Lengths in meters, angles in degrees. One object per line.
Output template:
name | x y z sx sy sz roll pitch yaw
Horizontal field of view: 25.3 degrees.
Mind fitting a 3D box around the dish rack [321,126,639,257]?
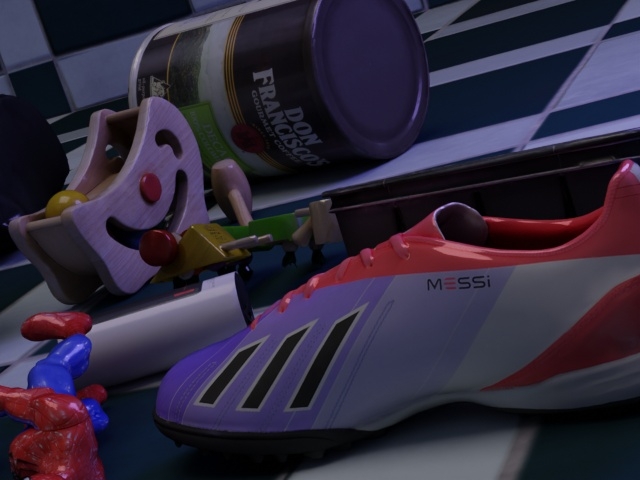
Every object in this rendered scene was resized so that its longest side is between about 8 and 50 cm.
dish rack | 0.152 -0.024 0.891 0.208 0.074 0.271 -9 2 31

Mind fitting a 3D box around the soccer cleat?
soccer cleat | 0.042 0.041 0.765 0.318 0.116 0.108 -12 14 26

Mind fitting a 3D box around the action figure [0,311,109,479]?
action figure | -0.190 0.118 0.831 0.139 0.091 0.280 -14 11 -9

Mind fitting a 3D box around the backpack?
backpack | -0.527 -0.057 1.747 0.355 0.273 0.290 -28 17 14

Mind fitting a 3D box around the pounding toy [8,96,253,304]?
pounding toy | -0.152 -0.053 1.340 0.155 0.154 0.269 -10 16 32

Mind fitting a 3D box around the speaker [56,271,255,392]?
speaker | -0.114 0.066 1.016 0.136 0.055 0.055 -17 13 6

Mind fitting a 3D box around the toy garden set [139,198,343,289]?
toy garden set | 0.000 0.000 1.084 0.244 0.049 0.204 -10 -2 22

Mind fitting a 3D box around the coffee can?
coffee can | -0.047 -0.171 1.580 0.275 0.201 0.201 -8 16 40
